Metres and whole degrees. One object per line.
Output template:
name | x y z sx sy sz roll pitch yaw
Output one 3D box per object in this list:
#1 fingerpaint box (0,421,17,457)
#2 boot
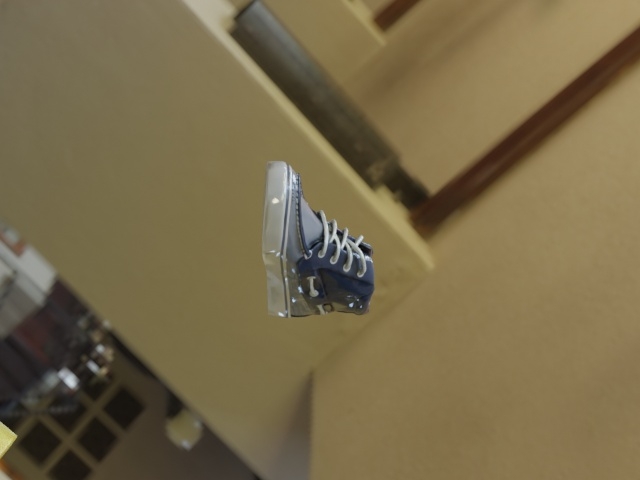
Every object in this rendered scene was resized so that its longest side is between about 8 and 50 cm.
fingerpaint box | -0.445 0.310 0.991 0.371 0.163 0.445 -48 -176 44
boot | 0.000 0.000 1.123 0.190 0.086 0.069 89 2 -62
